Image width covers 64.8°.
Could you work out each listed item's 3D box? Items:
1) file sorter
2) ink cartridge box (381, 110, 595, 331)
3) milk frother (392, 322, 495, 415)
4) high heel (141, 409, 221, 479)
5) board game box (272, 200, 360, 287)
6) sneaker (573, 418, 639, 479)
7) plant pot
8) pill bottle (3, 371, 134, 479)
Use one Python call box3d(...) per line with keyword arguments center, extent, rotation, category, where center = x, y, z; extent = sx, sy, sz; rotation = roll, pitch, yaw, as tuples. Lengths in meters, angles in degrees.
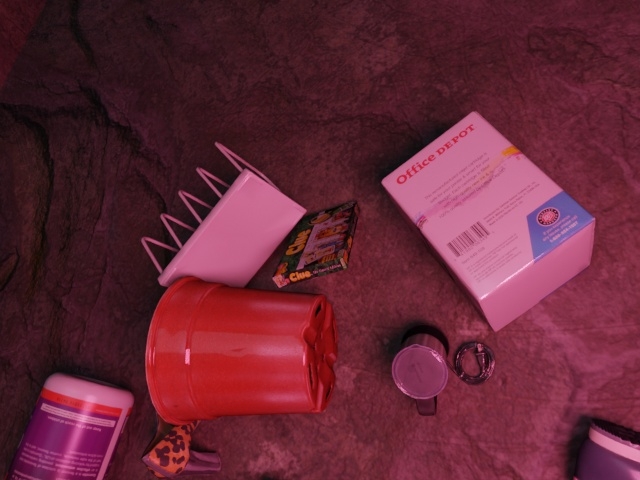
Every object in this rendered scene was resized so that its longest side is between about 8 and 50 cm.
box3d(center=(-0.213, -0.034, 1.071), extent=(0.277, 0.193, 0.173), rotation=(-51, 51, 6), category="file sorter")
box3d(center=(0.274, -0.030, 0.844), extent=(0.198, 0.197, 0.270), rotation=(-37, 56, 6), category="ink cartridge box")
box3d(center=(0.201, 0.198, 0.809), extent=(0.143, 0.135, 0.129), rotation=(-26, 89, 16), category="milk frother")
box3d(center=(-0.300, 0.329, 0.958), extent=(0.093, 0.186, 0.261), rotation=(-44, 56, 2), category="high heel")
box3d(center=(0.000, 0.000, 0.974), extent=(0.136, 0.030, 0.259), rotation=(-20, 21, 18), category="board game box")
box3d(center=(0.486, 0.358, 0.630), extent=(0.319, 0.112, 0.131), rotation=(24, 95, 35), category="sneaker")
box3d(center=(-0.118, 0.198, 0.906), extent=(0.265, 0.272, 0.272), rotation=(-2, 66, 16), category="plant pot")
box3d(center=(-0.515, 0.443, 1.012), extent=(0.181, 0.181, 0.323), rotation=(6, 69, 28), category="pill bottle")
